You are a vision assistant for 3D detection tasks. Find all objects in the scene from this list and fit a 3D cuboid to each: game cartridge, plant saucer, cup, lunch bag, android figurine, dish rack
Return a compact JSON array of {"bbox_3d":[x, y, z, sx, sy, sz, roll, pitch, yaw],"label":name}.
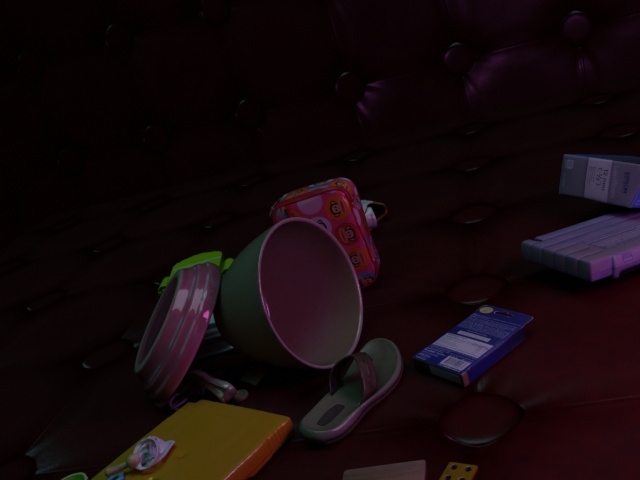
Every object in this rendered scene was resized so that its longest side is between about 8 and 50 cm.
[{"bbox_3d":[-0.249,0.416,1.355,0.285,0.052,0.324,0,23,40],"label":"game cartridge"},{"bbox_3d":[-0.329,0.193,1.643,0.332,0.084,0.332,-54,19,29],"label":"plant saucer"},{"bbox_3d":[-0.100,0.139,1.620,0.237,0.331,0.331,-19,15,37],"label":"cup"},{"bbox_3d":[0.000,0.000,1.898,0.258,0.293,0.120,-16,18,16],"label":"lunch bag"},{"bbox_3d":[0.663,0.004,1.635,0.355,0.068,0.230,-16,22,-20],"label":"game cartridge"},{"bbox_3d":[-0.383,0.108,2.280,0.248,0.056,0.273,-17,20,2],"label":"android figurine"},{"bbox_3d":[-0.334,0.213,1.937,0.286,0.072,0.333,-15,21,3],"label":"dish rack"}]

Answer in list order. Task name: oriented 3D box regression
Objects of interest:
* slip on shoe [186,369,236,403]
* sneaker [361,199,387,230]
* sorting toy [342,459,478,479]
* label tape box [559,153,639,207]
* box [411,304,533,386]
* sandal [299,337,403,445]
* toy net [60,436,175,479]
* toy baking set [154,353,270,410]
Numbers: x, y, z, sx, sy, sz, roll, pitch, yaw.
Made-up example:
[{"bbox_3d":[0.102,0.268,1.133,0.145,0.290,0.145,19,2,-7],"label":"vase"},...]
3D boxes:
[{"bbox_3d":[-0.241,0.315,1.563,0.135,0.051,0.041,14,50,31],"label":"slip on shoe"},{"bbox_3d":[0.094,-0.061,2.257,0.123,0.105,0.290,0,24,46],"label":"sneaker"},{"bbox_3d":[0.105,0.397,1.101,0.275,0.046,0.132,-13,20,14],"label":"sorting toy"},{"bbox_3d":[0.791,-0.136,1.758,0.249,0.115,0.348,-1,14,-24],"label":"label tape box"},{"bbox_3d":[0.309,0.205,1.462,0.225,0.036,0.136,-30,24,-29],"label":"box"},{"bbox_3d":[0.064,0.273,1.409,0.120,0.086,0.303,-3,24,36],"label":"sandal"},{"bbox_3d":[-0.356,0.408,1.299,0.232,0.045,0.122,-29,15,-36],"label":"toy net"},{"bbox_3d":[-0.241,0.315,1.637,0.256,0.030,0.197,-8,22,25],"label":"toy baking set"}]
